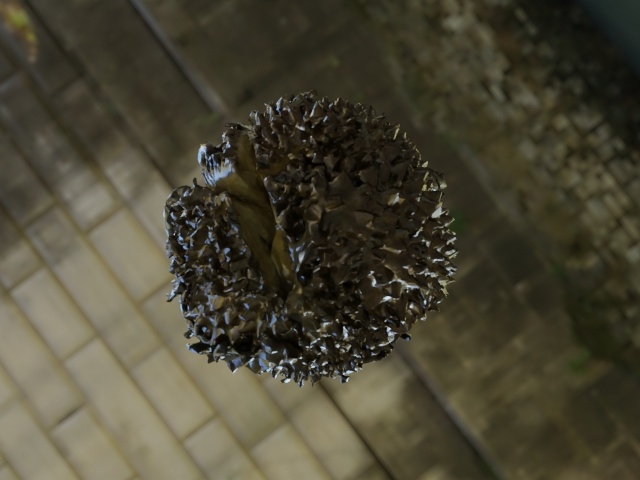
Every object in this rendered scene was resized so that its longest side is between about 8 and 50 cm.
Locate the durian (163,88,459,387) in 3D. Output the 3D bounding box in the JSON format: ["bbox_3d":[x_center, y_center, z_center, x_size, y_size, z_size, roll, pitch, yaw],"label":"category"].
[{"bbox_3d":[0.000,0.000,0.504,0.091,0.080,0.080,0,-136,-52],"label":"durian"}]
